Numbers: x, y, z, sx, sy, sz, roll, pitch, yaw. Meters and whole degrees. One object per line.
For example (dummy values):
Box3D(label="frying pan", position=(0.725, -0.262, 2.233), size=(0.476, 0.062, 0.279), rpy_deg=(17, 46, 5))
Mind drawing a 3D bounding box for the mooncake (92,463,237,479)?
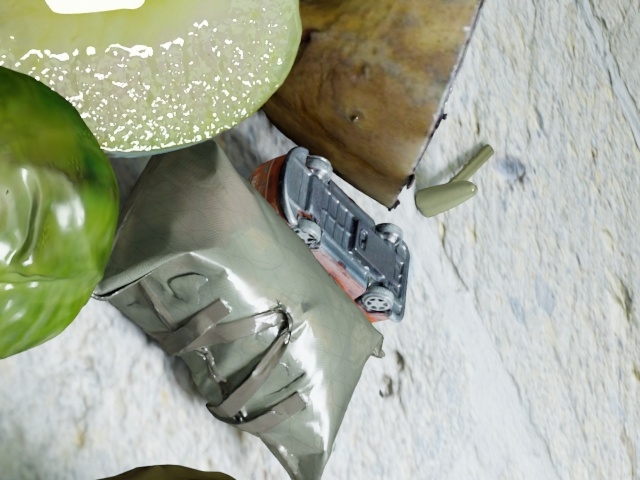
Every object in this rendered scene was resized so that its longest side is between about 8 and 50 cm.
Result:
Box3D(label="mooncake", position=(-0.078, 0.317, 0.784), size=(0.393, 0.246, 0.394), rpy_deg=(58, 30, -9))

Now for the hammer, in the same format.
Box3D(label="hammer", position=(0.152, -0.071, 1.521), size=(0.028, 0.060, 0.195), rpy_deg=(65, 28, -9))

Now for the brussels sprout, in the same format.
Box3D(label="brussels sprout", position=(-0.198, -0.020, 0.872), size=(0.181, 0.144, 0.161), rpy_deg=(20, 92, -66))

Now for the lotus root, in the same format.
Box3D(label="lotus root", position=(0.033, -0.177, 1.228), size=(0.192, 0.272, 0.272), rpy_deg=(26, 45, -8))

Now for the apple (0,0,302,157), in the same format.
Box3D(label="apple", position=(-0.145, -0.152, 1.028), size=(0.265, 0.120, 0.193), rpy_deg=(-8, 97, -32))

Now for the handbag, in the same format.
Box3D(label="handbag", position=(-0.054, 0.050, 1.081), size=(0.270, 0.117, 0.182), rpy_deg=(51, 45, -26))

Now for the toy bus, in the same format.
Box3D(label="toy bus", position=(0.000, 0.000, 1.219), size=(0.174, 0.077, 0.079), rpy_deg=(41, 46, -39))
